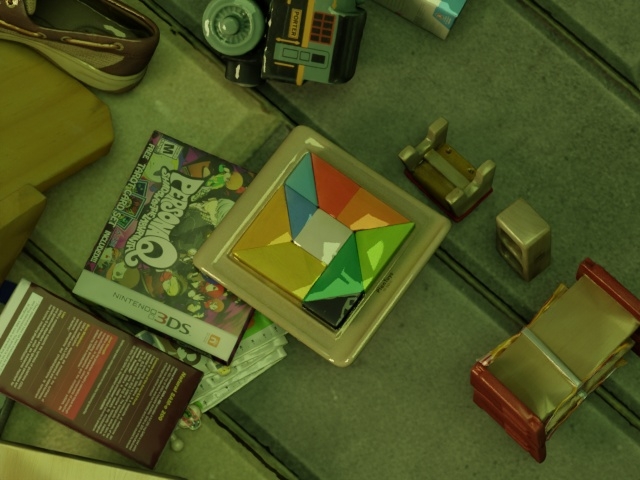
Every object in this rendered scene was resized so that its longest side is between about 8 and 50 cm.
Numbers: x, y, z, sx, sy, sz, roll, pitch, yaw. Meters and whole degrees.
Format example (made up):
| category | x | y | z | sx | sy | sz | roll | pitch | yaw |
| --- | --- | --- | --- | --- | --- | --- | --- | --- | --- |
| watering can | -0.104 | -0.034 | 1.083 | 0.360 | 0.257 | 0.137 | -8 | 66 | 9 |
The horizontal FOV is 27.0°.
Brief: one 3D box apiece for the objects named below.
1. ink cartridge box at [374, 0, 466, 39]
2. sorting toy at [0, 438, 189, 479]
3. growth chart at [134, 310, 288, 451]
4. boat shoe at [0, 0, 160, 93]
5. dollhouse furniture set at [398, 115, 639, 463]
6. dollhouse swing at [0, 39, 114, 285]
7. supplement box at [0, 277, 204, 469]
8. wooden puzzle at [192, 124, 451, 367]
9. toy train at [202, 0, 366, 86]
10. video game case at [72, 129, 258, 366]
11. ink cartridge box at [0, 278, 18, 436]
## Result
| category | x | y | z | sx | sy | sz | roll | pitch | yaw |
| --- | --- | --- | --- | --- | --- | --- | --- | --- | --- |
| ink cartridge box | 0.123 | -0.338 | 1.694 | 0.143 | 0.092 | 0.090 | 29 | 79 | 1 |
| sorting toy | -0.297 | 0.369 | 1.532 | 0.255 | 0.089 | 0.257 | 12 | 91 | -2 |
| growth chart | -0.137 | 0.119 | 1.637 | 0.237 | 0.021 | 0.172 | -39 | 84 | -10 |
| boat shoe | -0.352 | -0.300 | 1.600 | 0.342 | 0.123 | 0.123 | 28 | 59 | -12 |
| dollhouse furniture set | 0.205 | 0.058 | 1.627 | 0.201 | 0.152 | 0.374 | -41 | 68 | -9 |
| dollhouse swing | -0.478 | -0.080 | 1.599 | 0.347 | 0.305 | 0.315 | 39 | 116 | 9 |
| supplement box | -0.272 | 0.155 | 1.550 | 0.239 | 0.073 | 0.130 | 30 | 79 | -9 |
| wooden puzzle | 0.000 | 0.000 | 1.570 | 0.239 | 0.044 | 0.221 | 33 | 77 | 17 |
| toy train | -0.028 | -0.343 | 1.622 | 0.190 | 0.142 | 0.334 | 12 | 105 | 6 |
| video game case | -0.158 | 0.007 | 1.628 | 0.210 | 0.042 | 0.232 | 24 | 76 | 5 |
| ink cartridge box | -0.466 | 0.207 | 1.580 | 0.176 | 0.069 | 0.371 | 20 | 77 | 0 |
